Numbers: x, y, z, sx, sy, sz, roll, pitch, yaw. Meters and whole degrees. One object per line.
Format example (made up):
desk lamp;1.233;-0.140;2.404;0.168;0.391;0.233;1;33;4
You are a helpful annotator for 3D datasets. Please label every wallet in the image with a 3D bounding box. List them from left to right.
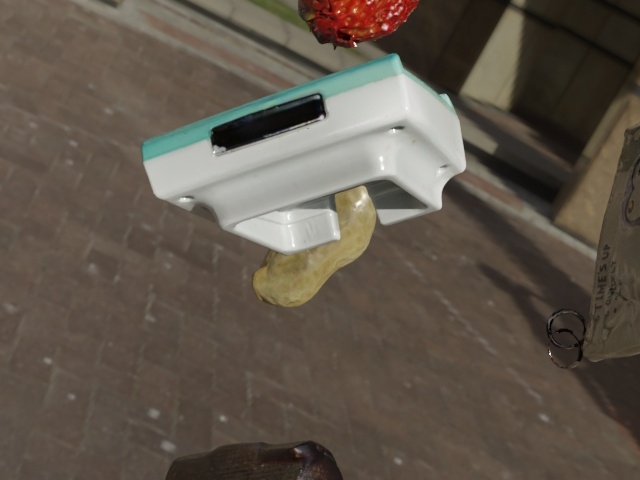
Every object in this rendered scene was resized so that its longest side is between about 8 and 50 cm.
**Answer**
wallet;0.388;-0.013;1.355;0.068;0.335;0.275;22;-15;-19

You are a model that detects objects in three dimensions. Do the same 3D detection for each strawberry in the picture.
strawberry;0.080;-0.466;1.932;0.250;0.288;0.238;56;11;-26

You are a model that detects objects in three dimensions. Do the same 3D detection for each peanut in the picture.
peanut;0.000;0.000;1.469;0.099;0.214;0.099;44;3;-2

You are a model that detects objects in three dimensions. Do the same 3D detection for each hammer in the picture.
hammer;-0.139;0.423;1.371;0.242;0.408;0.095;-8;-43;42

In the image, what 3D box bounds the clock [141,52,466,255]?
clock;-0.003;-0.070;1.142;0.231;0.262;0.116;15;59;-70
